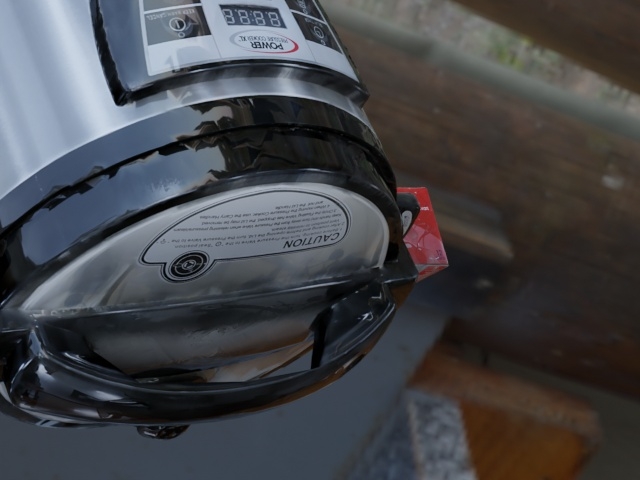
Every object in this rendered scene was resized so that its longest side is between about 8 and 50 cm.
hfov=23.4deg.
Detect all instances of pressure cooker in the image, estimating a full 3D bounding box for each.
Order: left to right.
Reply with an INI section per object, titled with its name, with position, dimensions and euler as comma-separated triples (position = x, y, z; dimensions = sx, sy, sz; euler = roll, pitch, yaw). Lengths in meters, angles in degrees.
[pressure cooker]
position = -0.134, -0.047, 1.203
dimensions = 0.420, 0.369, 0.375
euler = 66, -174, 27

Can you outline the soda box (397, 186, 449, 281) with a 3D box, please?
[soda box]
position = 0.000, 0.000, 1.544
dimensions = 0.083, 0.263, 0.092
euler = -33, 65, 45
